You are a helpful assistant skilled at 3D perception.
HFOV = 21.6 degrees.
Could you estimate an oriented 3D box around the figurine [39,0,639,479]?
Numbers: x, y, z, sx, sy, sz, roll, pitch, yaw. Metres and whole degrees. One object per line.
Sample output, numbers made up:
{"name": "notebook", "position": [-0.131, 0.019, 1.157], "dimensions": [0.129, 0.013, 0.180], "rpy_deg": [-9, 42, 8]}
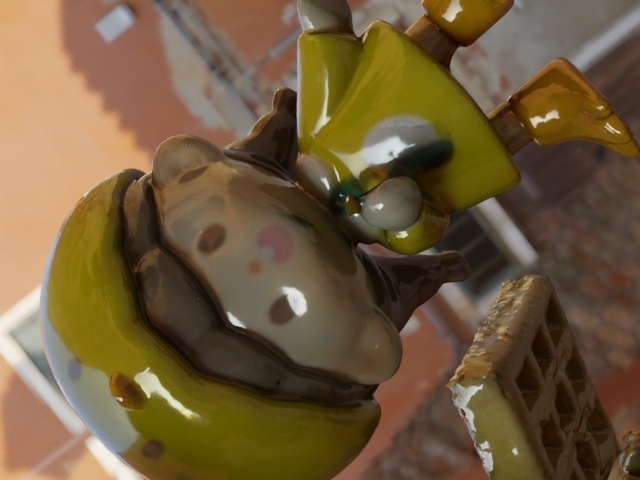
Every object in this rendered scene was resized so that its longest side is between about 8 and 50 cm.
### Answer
{"name": "figurine", "position": [0.000, 0.000, 0.938], "dimensions": [0.215, 0.343, 0.187], "rpy_deg": [52, -168, 12]}

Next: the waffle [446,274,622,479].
{"name": "waffle", "position": [0.196, 0.174, 1.415], "dimensions": [0.248, 0.055, 0.221], "rpy_deg": [66, -156, -12]}

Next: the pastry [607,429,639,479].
{"name": "pastry", "position": [0.320, 0.231, 1.238], "dimensions": [0.250, 0.154, 0.102], "rpy_deg": [24, -127, 0]}
